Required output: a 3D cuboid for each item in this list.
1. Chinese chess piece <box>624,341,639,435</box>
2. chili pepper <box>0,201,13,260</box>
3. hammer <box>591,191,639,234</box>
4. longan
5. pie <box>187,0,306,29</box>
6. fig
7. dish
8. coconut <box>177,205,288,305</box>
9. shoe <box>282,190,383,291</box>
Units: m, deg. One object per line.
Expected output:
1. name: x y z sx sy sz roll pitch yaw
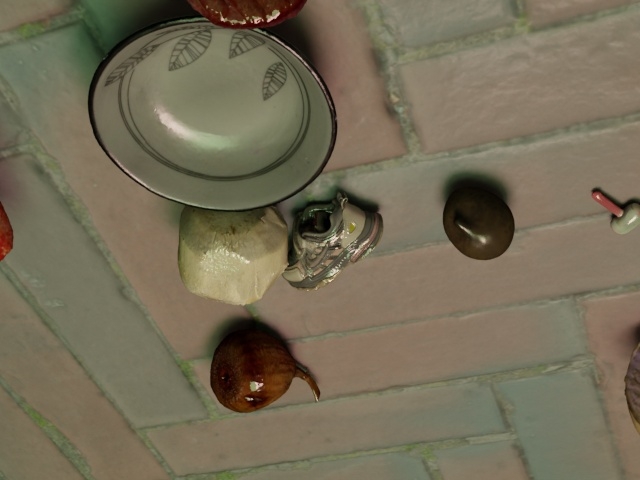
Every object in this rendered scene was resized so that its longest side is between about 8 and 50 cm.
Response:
1. Chinese chess piece: 0.584 0.214 1.445 0.270 0.270 0.112 -26 124 26
2. chili pepper: -0.559 -0.068 1.346 0.251 0.229 0.305 -6 143 7
3. hammer: 0.412 -0.044 1.384 0.083 0.031 0.052 33 125 -16
4. longan: 0.217 -0.024 1.366 0.113 0.113 0.092 37 122 -27
5. pie: -0.081 -0.321 1.086 0.182 0.049 0.182 0 93 -4
6. fig: -0.074 0.217 1.630 0.201 0.134 0.146 6 167 -29
7. dish: -0.132 -0.178 1.255 0.316 0.106 0.316 3 136 3
8. coconut: -0.124 0.014 1.402 0.161 0.161 0.162 3 135 2
9. shoe: 0.000 0.000 1.421 0.180 0.089 0.092 -32 124 27
